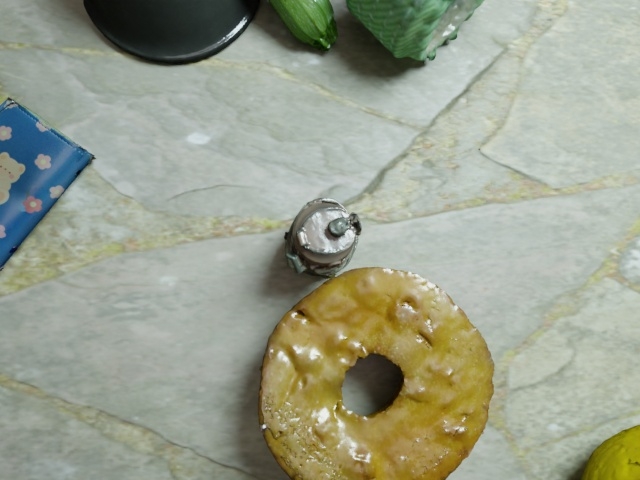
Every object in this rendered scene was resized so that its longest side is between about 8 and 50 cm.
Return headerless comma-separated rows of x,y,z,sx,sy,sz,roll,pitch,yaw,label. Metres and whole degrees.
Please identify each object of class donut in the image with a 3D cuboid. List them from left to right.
0.059,0.172,0.525,0.278,0.108,0.277,0,84,-2,donut

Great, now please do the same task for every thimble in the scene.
0.143,-0.348,0.535,0.150,0.219,0.219,45,83,2,thimble

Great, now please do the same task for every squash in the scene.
-0.048,-0.353,0.563,0.219,0.077,0.068,48,56,-32,squash

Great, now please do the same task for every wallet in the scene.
-0.419,-0.075,0.554,0.141,0.059,0.202,36,83,4,wallet

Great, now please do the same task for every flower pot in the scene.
-0.215,-0.398,0.551,0.269,0.166,0.269,0,81,-3,flower pot

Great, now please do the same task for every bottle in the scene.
0.000,-0.001,0.521,0.099,0.152,0.098,0,85,-3,bottle

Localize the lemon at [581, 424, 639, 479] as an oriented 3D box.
0.441,0.324,0.472,0.254,0.228,0.228,5,83,-4,lemon
